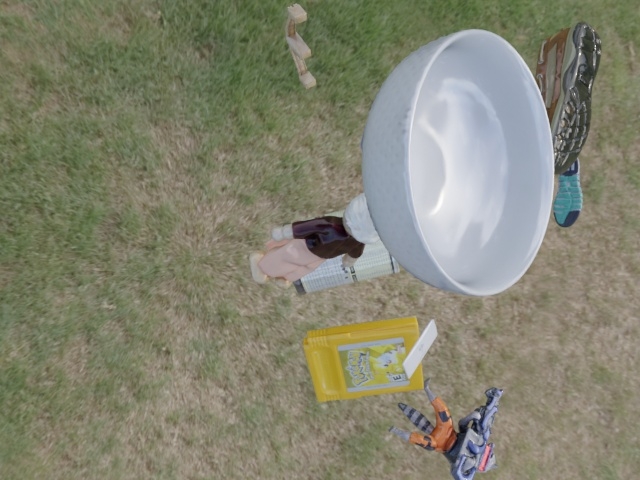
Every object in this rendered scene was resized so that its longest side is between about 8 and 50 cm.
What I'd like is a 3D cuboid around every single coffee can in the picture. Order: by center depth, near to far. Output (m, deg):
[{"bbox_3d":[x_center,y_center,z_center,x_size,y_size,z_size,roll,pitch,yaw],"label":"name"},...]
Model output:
[{"bbox_3d":[0.056,0.020,1.583,0.275,0.201,0.202,-13,91,5],"label":"coffee can"}]

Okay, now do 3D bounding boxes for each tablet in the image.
[{"bbox_3d":[0.147,0.160,0.868,0.006,0.054,0.083,24,66,32],"label":"tablet"}]

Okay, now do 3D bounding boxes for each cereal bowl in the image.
[{"bbox_3d":[0.172,-0.098,0.799,0.339,0.141,0.339,0,91,-43],"label":"cereal bowl"}]

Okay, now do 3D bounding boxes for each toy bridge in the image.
[{"bbox_3d":[-0.042,-0.376,1.142,0.026,0.188,0.063,-29,63,-10],"label":"toy bridge"}]

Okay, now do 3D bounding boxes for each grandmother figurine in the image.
[{"bbox_3d":[0.000,0.000,1.124,0.207,0.342,0.104,6,66,-43],"label":"grandmother figurine"}]

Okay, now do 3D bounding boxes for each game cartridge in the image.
[{"bbox_3d":[0.127,0.349,1.696,0.323,0.053,0.285,-10,128,3],"label":"game cartridge"}]

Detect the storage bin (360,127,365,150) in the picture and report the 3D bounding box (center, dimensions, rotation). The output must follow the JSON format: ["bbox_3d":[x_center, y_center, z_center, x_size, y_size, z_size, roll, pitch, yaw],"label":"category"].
[{"bbox_3d":[0.203,-0.290,1.821,0.091,0.135,0.098,-6,121,-37],"label":"storage bin"}]

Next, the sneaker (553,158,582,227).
[{"bbox_3d":[0.771,-0.152,1.819,0.083,0.098,0.224,7,98,31],"label":"sneaker"}]

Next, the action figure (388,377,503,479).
[{"bbox_3d":[0.414,0.573,1.818,0.330,0.178,0.341,41,61,1],"label":"action figure"}]

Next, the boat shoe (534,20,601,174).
[{"bbox_3d":[0.486,-0.289,1.225,0.122,0.120,0.324,26,77,-39],"label":"boat shoe"}]
